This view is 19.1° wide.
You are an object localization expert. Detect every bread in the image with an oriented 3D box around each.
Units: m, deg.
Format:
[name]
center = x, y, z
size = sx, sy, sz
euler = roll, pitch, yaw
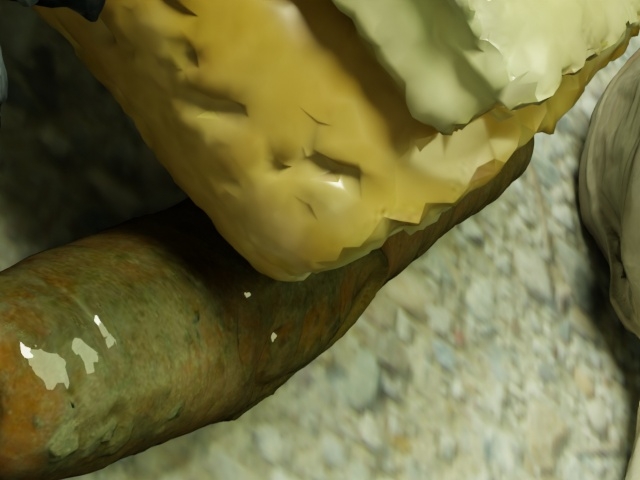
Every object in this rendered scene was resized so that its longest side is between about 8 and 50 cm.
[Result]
[bread]
center = -0.040, -0.189, 0.548
size = 0.375, 0.165, 0.236
euler = 53, 33, -2

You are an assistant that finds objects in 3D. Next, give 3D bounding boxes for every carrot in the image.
[carrot]
center = -0.001, 0.000, 0.615
size = 0.342, 0.070, 0.070
euler = -28, 93, -55

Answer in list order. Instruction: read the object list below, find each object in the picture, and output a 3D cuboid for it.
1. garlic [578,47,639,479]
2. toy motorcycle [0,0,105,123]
[garlic]
center = 0.179, 0.024, 0.767
size = 0.218, 0.218, 0.212
euler = 41, 84, -29
[toy motorcycle]
center = -0.151, -0.138, 0.406
size = 0.307, 0.173, 0.108
euler = 50, 5, -2
